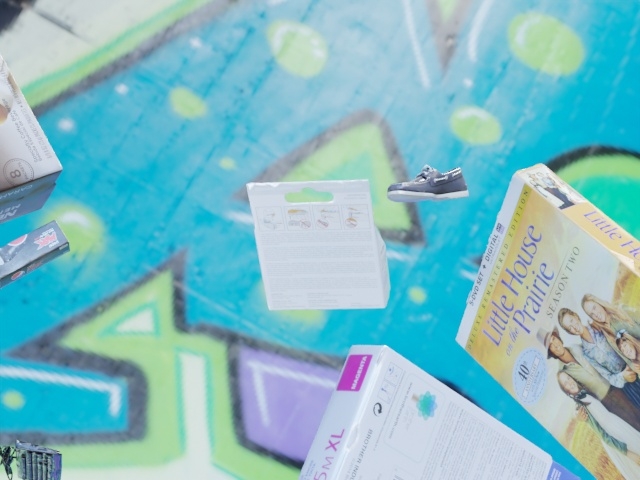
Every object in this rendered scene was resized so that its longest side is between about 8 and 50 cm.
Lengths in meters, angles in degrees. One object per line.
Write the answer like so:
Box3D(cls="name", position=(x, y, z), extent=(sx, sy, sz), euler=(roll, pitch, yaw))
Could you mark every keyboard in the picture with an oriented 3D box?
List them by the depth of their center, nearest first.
Box3D(cls="keyboard", position=(-0.455, 0.357, 1.869), extent=(0.192, 0.100, 0.038), euler=(114, 169, -61))

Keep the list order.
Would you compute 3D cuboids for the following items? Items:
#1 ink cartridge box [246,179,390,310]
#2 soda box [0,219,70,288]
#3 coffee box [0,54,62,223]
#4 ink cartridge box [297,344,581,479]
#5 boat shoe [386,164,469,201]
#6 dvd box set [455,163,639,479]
Box3D(cls="ink cartridge box", position=(0.000, 0.000, 1.807), extent=(0.066, 0.189, 0.232), euler=(-72, -23, -59))
Box3D(cls="soda box", position=(-0.570, 0.029, 2.313), extent=(0.169, 0.060, 0.053), euler=(-30, -13, -19))
Box3D(cls="coffee box", position=(-0.368, -0.130, 1.130), extent=(0.141, 0.246, 0.098), euler=(-24, -10, -33))
Box3D(cls="ink cartridge box", position=(0.119, 0.252, 1.179), extent=(0.065, 0.311, 0.185), euler=(-5, 57, 54))
Box3D(cls="boat shoe", position=(0.195, -0.106, 2.224), extent=(0.075, 0.206, 0.065), euler=(-9, 86, 46))
Box3D(cls="dvd box set", position=(0.361, 0.142, 1.522), extent=(0.062, 0.420, 0.307), euler=(-17, -42, -34))
